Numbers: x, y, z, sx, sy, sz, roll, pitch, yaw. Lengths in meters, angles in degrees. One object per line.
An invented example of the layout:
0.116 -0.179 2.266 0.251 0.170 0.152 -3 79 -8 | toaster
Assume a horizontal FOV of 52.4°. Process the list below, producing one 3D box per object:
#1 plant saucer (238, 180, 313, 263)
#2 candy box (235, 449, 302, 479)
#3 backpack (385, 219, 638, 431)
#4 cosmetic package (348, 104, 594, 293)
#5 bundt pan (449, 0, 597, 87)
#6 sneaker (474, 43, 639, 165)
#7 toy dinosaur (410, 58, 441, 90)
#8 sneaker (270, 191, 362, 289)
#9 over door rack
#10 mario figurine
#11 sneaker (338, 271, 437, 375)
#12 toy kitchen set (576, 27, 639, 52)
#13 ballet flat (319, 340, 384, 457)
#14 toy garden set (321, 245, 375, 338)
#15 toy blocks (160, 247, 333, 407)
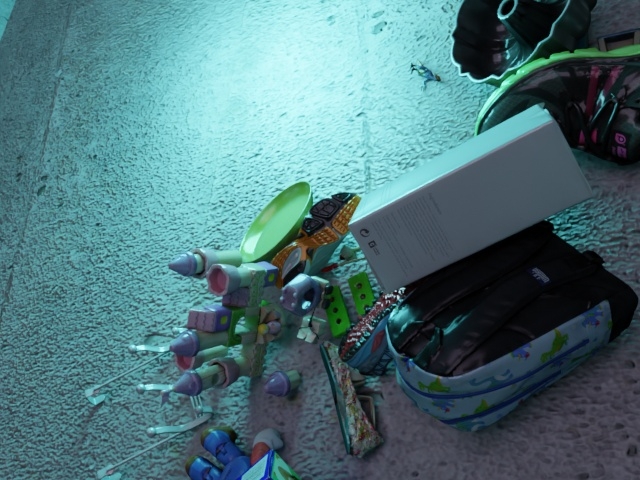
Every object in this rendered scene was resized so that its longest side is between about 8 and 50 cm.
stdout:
-0.096 -0.035 1.511 0.241 0.037 0.241 -38 25 22 | plant saucer
-0.072 0.561 1.077 0.268 0.122 0.317 -43 95 4 | candy box
0.286 0.151 1.101 0.355 0.273 0.290 -22 41 -23 | backpack
0.260 -0.079 1.170 0.385 0.156 0.217 -26 12 20 | cosmetic package
0.432 -0.465 1.367 0.331 0.124 0.331 -31 50 47 | bundt pan
0.521 -0.240 1.209 0.483 0.185 0.202 -12 56 27 | sneaker
0.253 -0.403 1.546 0.082 0.047 0.090 19 65 18 | toy dinosaur
0.000 0.000 1.427 0.262 0.121 0.099 -45 73 11 | sneaker
-0.417 0.375 1.496 0.324 0.108 0.239 -35 52 11 | over door rack
-0.124 0.499 1.275 0.320 0.170 0.198 21 114 47 | mario figurine
0.157 0.157 1.264 0.262 0.125 0.104 -46 25 9 | sneaker
0.574 -0.435 1.288 0.207 0.166 0.122 -5 63 28 | toy kitchen set
0.061 0.305 1.277 0.077 0.091 0.241 -11 60 -9 | ballet flat
0.115 0.071 1.377 0.244 0.049 0.204 -28 56 17 | toy garden set
-0.190 0.180 1.308 0.309 0.260 0.288 18 104 35 | toy blocks
